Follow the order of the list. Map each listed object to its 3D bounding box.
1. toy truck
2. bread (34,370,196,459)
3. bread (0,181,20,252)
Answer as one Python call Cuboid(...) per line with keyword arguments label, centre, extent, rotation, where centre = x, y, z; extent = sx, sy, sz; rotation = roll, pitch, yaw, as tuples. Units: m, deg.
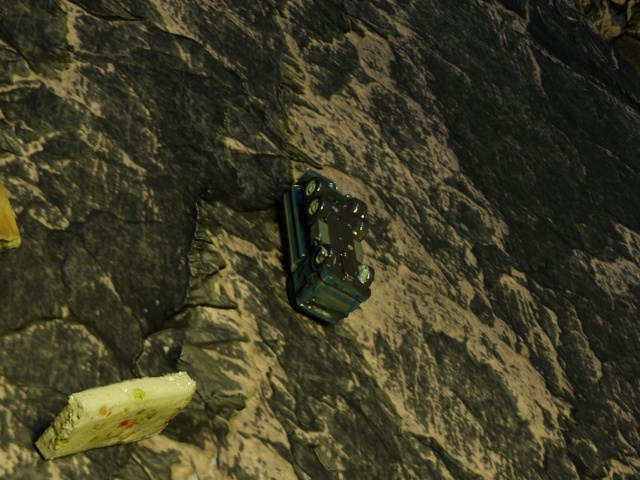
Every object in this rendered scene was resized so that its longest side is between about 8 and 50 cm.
Cuboid(label="toy truck", centre=(0.000, 0.000, 1.872), extent=(0.074, 0.088, 0.202), rotation=(29, 33, -30))
Cuboid(label="bread", centre=(-0.172, 0.148, 1.440), extent=(0.028, 0.068, 0.153), rotation=(51, 27, 21))
Cuboid(label="bread", centre=(-0.359, -0.084, 1.520), extent=(0.128, 0.088, 0.232), rotation=(-16, 67, -51))
